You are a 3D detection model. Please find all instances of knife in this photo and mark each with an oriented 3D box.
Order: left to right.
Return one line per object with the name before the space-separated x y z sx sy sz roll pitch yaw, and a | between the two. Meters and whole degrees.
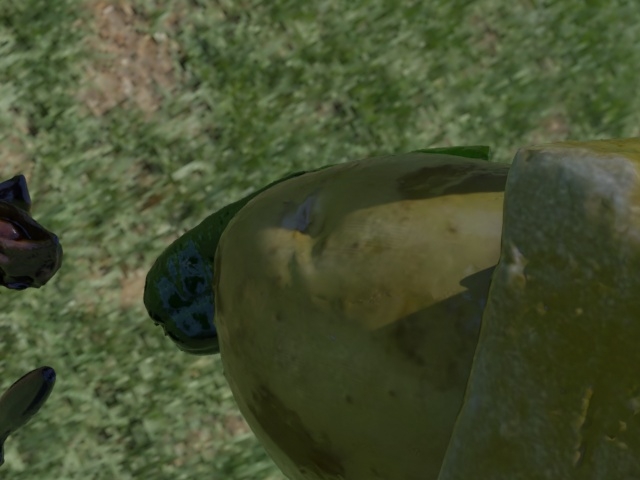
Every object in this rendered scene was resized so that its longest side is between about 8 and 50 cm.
knife | -0.237 0.146 1.081 0.018 0.247 0.035 -18 73 -38

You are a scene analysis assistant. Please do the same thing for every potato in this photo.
potato | 0.048 0.063 0.863 0.285 0.242 0.242 65 20 -56

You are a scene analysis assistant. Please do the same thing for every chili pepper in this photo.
chili pepper | 0.000 0.001 0.994 0.083 0.253 0.099 -1 71 -79

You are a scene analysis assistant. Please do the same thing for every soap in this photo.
soap | 0.155 0.058 0.562 0.315 0.091 0.199 -6 109 -57

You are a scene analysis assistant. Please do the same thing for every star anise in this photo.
star anise | -0.321 0.023 1.220 0.220 0.214 0.099 42 -13 42
